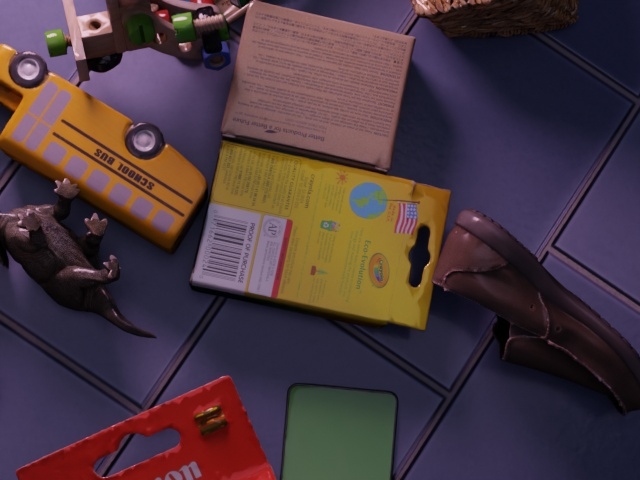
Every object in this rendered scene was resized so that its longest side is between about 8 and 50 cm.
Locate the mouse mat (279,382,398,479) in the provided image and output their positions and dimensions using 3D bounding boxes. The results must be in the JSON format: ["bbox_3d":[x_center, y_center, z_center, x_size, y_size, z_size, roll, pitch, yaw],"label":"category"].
[{"bbox_3d":[0.024,0.291,1.848,0.152,0.007,0.190,6,83,-4],"label":"mouse mat"}]

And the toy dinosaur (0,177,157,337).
[{"bbox_3d":[-0.339,0.022,1.801,0.313,0.160,0.121,32,54,-11],"label":"toy dinosaur"}]

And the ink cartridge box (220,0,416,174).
[{"bbox_3d":[-0.004,-0.203,1.875,0.234,0.088,0.193,13,82,-4],"label":"ink cartridge box"}]

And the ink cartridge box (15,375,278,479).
[{"bbox_3d":[-0.172,0.408,1.740,0.308,0.091,0.385,-24,95,-5],"label":"ink cartridge box"}]

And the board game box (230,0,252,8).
[{"bbox_3d":[-0.032,-0.436,1.866,0.259,0.136,0.030,-37,49,-20],"label":"board game box"}]

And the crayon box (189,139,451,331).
[{"bbox_3d":[0.000,0.000,1.849,0.318,0.081,0.202,13,81,-2],"label":"crayon box"}]

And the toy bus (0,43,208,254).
[{"bbox_3d":[-0.306,-0.123,1.828,0.332,0.108,0.130,31,83,0],"label":"toy bus"}]

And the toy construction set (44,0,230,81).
[{"bbox_3d":[-0.256,-0.347,1.765,0.237,0.257,0.309,-13,80,-1],"label":"toy construction set"}]

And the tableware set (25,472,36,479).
[{"bbox_3d":[-0.378,0.406,1.780,0.128,0.039,0.194,37,83,-8],"label":"tableware set"}]

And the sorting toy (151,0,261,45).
[{"bbox_3d":[-0.137,-0.432,1.898,0.307,0.041,0.229,-37,100,-9],"label":"sorting toy"}]

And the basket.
[{"bbox_3d":[0.219,-0.436,1.926,0.213,0.223,0.299,-11,82,27],"label":"basket"}]

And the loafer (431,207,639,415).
[{"bbox_3d":[0.289,0.116,1.832,0.366,0.134,0.130,42,91,-6],"label":"loafer"}]
